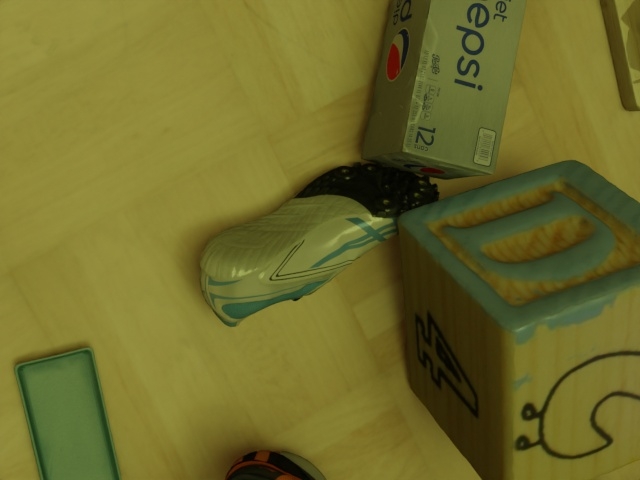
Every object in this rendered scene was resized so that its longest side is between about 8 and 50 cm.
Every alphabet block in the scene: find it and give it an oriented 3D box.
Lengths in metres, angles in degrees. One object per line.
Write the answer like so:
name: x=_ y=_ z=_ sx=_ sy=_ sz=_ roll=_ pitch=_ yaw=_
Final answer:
alphabet block: x=0.192 y=0.074 z=0.916 sx=0.192 sy=0.193 sz=0.197 roll=-18 pitch=124 yaw=-14

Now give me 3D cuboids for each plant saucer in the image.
plant saucer: x=-0.210 y=0.189 z=0.919 sx=0.067 sy=0.018 sz=0.192 roll=-13 pitch=100 yaw=-16

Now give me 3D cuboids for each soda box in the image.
soda box: x=0.118 y=-0.201 z=0.930 sx=0.091 sy=0.098 sz=0.286 roll=12 pitch=86 yaw=-19

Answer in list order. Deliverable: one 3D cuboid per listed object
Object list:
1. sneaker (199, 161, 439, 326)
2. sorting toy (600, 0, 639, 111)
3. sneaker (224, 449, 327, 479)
sneaker: x=0.000 y=0.000 z=0.944 sx=0.237 sy=0.085 sz=0.086 roll=-24 pitch=140 yaw=-21
sorting toy: x=0.399 y=-0.282 z=1.029 sx=0.256 sy=0.089 sz=0.257 roll=-18 pitch=101 yaw=-15
sneaker: x=0.015 y=0.316 z=0.865 sx=0.125 sy=0.180 sz=0.321 roll=-41 pitch=80 yaw=-1
